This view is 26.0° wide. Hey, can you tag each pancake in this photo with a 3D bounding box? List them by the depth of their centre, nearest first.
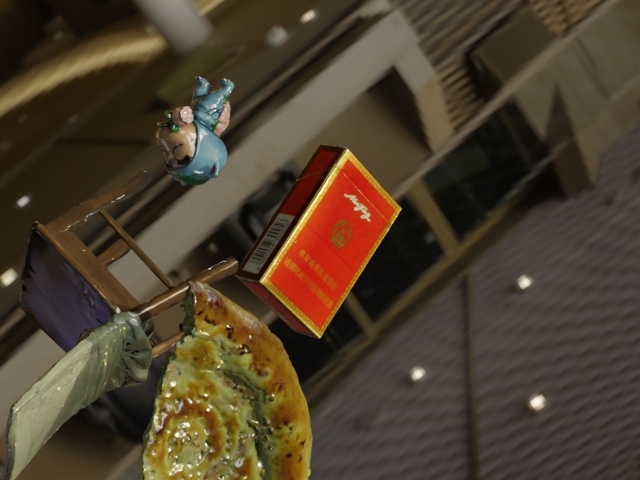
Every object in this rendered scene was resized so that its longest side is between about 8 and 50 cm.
[{"bbox_3d":[-0.092,0.202,1.369,0.197,0.376,0.054,-28,-152,-22],"label":"pancake"}]

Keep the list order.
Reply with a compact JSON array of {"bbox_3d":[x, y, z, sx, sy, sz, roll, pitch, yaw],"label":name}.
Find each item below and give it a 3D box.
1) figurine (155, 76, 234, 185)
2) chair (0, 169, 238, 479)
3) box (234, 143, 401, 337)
[{"bbox_3d":[-0.202,-0.180,2.162,0.114,0.144,0.178,1,-113,38],"label":"figurine"},{"bbox_3d":[-0.259,0.088,1.457,0.319,0.186,0.160,-35,161,-36],"label":"chair"},{"bbox_3d":[-0.001,0.000,1.996,0.074,0.153,0.240,11,-117,52],"label":"box"}]
